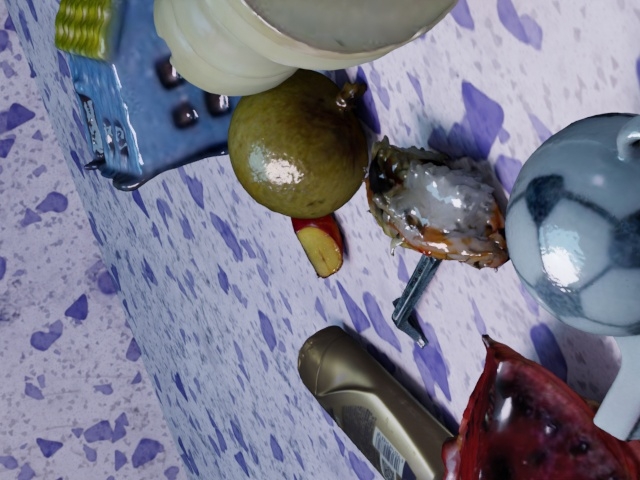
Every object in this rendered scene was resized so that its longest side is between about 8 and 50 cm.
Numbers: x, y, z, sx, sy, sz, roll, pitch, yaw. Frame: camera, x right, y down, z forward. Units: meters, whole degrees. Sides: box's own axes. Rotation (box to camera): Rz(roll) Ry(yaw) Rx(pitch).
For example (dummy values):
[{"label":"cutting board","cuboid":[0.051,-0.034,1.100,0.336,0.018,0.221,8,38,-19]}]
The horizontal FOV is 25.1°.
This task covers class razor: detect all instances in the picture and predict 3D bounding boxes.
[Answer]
[{"label":"razor","cuboid":[0.101,0.056,1.518,0.066,0.033,0.190,59,160,20]}]

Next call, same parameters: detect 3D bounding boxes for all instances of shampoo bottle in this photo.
[{"label":"shampoo bottle","cuboid":[0.075,0.214,1.705,0.350,0.084,0.125,42,147,53]}]

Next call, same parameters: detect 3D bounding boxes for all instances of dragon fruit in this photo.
[{"label":"dragon fruit","cuboid":[0.226,0.241,1.321,0.329,0.228,0.286,52,-135,-86]}]

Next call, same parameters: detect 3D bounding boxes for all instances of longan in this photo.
[{"label":"longan","cuboid":[-0.015,-0.105,1.495,0.176,0.145,0.155,-36,103,32]}]

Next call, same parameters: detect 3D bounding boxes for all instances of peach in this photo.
[{"label":"peach","cuboid":[0.000,0.000,1.700,0.077,0.050,0.083,44,-153,-75]}]

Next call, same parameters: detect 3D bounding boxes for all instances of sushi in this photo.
[{"label":"sushi","cuboid":[0.092,-0.037,1.322,0.226,0.097,0.103,32,138,57]}]

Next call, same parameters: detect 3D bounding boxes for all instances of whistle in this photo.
[{"label":"whistle","cuboid":[0.199,0.010,0.995,0.163,0.163,0.289,56,159,28]}]

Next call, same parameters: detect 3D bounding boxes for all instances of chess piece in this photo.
[{"label":"chess piece","cuboid":[-0.035,-0.239,1.249,0.234,0.234,0.442,67,165,-4]}]

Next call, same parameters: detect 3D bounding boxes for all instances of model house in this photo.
[{"label":"model house","cuboid":[-0.200,-0.241,1.736,0.237,0.215,0.303,26,131,64]}]
